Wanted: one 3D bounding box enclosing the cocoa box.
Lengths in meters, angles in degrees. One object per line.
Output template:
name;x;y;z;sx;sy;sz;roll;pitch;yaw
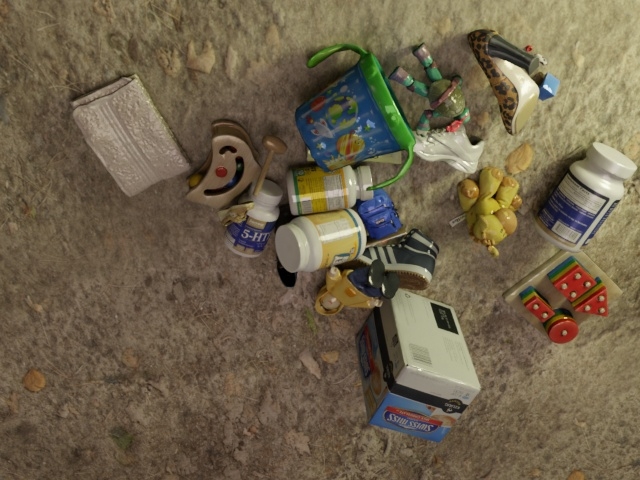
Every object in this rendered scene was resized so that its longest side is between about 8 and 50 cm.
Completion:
cocoa box;0.256;0.339;2.075;0.232;0.347;0.227;19;120;-16

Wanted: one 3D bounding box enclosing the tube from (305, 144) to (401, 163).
tube;0.083;-0.232;1.852;0.240;0.062;0.070;-2;144;-7

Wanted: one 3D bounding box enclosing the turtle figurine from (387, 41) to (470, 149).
turtle figurine;0.279;-0.338;1.750;0.234;0.118;0.175;46;76;-11

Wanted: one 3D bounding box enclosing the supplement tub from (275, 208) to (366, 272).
supplement tub;0.000;0.000;1.905;0.200;0.144;0.144;-15;129;-31

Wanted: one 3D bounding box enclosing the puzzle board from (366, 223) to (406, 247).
puzzle board;0.164;-0.010;1.986;0.128;0.096;0.011;-18;103;7

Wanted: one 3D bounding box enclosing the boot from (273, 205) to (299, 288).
boot;-0.081;0.022;1.974;0.082;0.106;0.219;-4;124;-3

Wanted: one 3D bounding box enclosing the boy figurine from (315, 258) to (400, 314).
boy figurine;0.077;0.128;2.006;0.177;0.092;0.285;40;143;-21

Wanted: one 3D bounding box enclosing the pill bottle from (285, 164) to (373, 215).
pill bottle;0.023;-0.133;1.875;0.209;0.117;0.117;-8;124;0

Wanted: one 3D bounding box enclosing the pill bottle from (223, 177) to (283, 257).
pill bottle;-0.168;-0.060;1.909;0.112;0.112;0.186;17;121;-16

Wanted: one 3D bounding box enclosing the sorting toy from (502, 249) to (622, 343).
sorting toy;0.713;0.175;2.167;0.257;0.089;0.255;-41;118;20

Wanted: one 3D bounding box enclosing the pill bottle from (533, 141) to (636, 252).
pill bottle;0.684;-0.111;1.935;0.153;0.153;0.264;19;120;-17

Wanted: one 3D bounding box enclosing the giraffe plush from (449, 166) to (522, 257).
giraffe plush;0.436;-0.060;1.933;0.181;0.170;0.210;31;115;-24

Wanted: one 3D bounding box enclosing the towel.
towel;-0.453;-0.247;1.793;0.187;0.049;0.282;-23;123;10

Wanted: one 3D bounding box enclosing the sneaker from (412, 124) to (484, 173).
sneaker;0.303;-0.251;1.855;0.232;0.090;0.115;13;115;-24

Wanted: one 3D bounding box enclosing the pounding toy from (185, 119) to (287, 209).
pounding toy;-0.223;-0.179;1.797;0.269;0.154;0.154;-41;123;20

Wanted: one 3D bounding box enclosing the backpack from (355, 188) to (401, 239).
backpack;0.151;-0.072;1.941;0.098;0.101;0.120;-25;119;3

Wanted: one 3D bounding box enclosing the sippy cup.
sippy cup;0.071;-0.274;1.713;0.224;0.305;0.240;-26;142;12

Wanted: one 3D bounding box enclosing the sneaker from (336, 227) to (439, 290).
sneaker;0.183;0.037;2.026;0.282;0.153;0.099;12;144;24

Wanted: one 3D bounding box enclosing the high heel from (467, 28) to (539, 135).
high heel;0.422;-0.377;1.777;0.093;0.186;0.261;-38;149;-20

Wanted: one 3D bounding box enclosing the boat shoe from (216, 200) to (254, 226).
boat shoe;-0.203;-0.065;1.834;0.050;0.135;0.045;-18;92;-39

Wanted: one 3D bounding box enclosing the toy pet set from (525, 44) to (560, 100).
toy pet set;0.504;-0.381;1.790;0.114;0.065;0.122;29;117;-22
